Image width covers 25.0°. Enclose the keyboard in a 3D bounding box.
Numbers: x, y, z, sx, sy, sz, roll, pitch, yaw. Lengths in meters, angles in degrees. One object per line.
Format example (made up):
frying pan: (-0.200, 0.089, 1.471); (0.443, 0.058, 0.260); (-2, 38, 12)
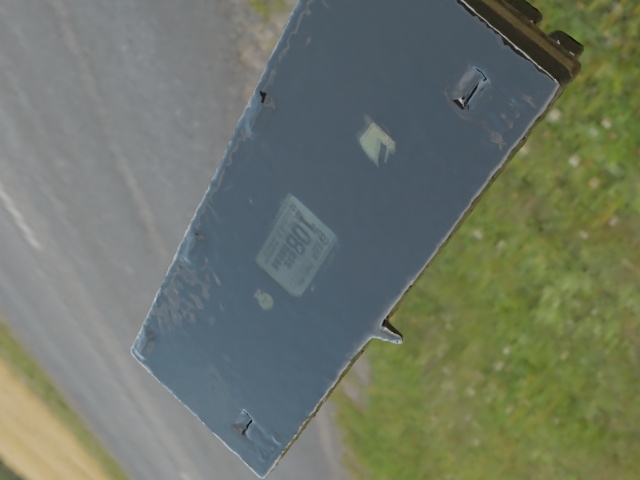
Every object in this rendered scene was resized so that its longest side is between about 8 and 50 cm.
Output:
keyboard: (0.000, 0.000, 0.587); (0.106, 0.027, 0.317); (42, 142, 7)
